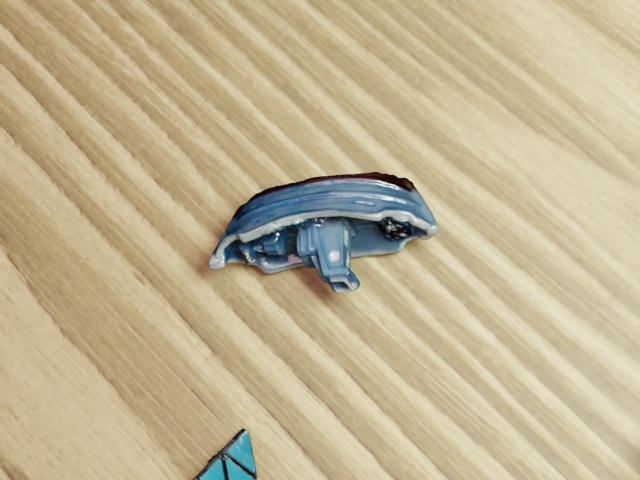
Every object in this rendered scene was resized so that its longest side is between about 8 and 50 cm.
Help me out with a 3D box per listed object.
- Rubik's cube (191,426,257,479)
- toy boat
[{"bbox_3d":[-0.135,0.389,1.640,0.178,0.211,0.190,48,126,3],"label":"Rubik's cube"},{"bbox_3d":[0.000,0.000,1.657,0.309,0.129,0.142,-9,58,17],"label":"toy boat"}]
